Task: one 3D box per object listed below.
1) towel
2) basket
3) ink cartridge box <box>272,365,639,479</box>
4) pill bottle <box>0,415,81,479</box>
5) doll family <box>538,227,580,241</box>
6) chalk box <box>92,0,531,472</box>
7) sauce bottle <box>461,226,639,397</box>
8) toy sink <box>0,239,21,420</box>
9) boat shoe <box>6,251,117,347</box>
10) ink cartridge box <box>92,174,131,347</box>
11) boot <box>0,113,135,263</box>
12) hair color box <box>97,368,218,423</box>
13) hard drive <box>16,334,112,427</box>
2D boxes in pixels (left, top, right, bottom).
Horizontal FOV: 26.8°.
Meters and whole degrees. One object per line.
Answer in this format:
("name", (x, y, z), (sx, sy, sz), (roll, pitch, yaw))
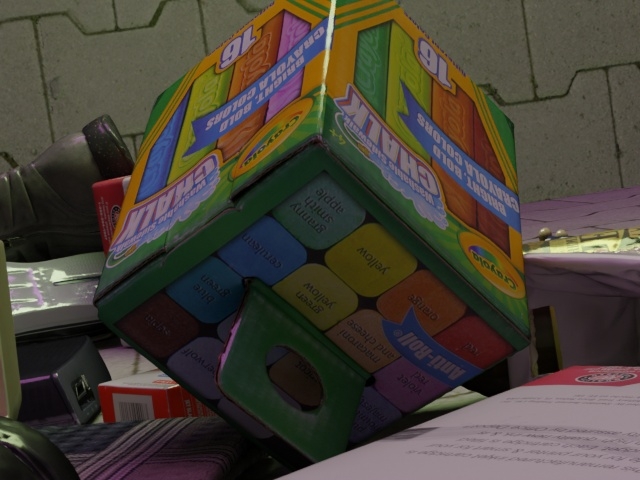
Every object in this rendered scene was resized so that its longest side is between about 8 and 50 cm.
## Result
("towel", (-0.200, 0.156, 0.750), (0.312, 0.056, 0.324), (-5, 2, 10))
("basket", (0.190, 0.059, 0.766), (0.103, 0.113, 0.167), (-6, 2, -22))
("ink cartridge box", (0.088, 0.106, 0.435), (0.218, 0.092, 0.158), (-10, 4, -44))
("pill bottle", (-0.156, 0.126, 0.446), (0.122, 0.123, 0.219), (-8, 3, 11))
("doll family", (0.255, 0.027, 1.317), (0.193, 0.076, 0.111), (-12, 11, -33))
("chalk box", (0.000, 0.000, 0.789), (0.179, 0.180, 0.289), (-35, 28, 26))
("sauce bottle", (0.171, 0.051, 0.915), (0.344, 0.111, 0.111), (-8, 4, 8))
("toy sink", (-0.278, 0.065, 0.857), (0.152, 0.131, 0.234), (-6, 3, -9))
("boat shoe", (-0.366, 0.093, 1.576), (0.335, 0.119, 0.121), (-2, 44, -23))
("ink cartridge box", (-0.115, 0.012, 1.480), (0.273, 0.197, 0.114), (-5, 7, 45))
("boot", (-0.302, 0.007, 1.679), (0.222, 0.338, 0.118), (-27, 41, -4))
("hair color box", (-0.066, 0.111, 0.984), (0.167, 0.053, 0.093), (-10, 3, -40))
("hard drive", (-0.273, 0.129, 1.166), (0.172, 0.054, 0.254), (-9, 4, -3))
